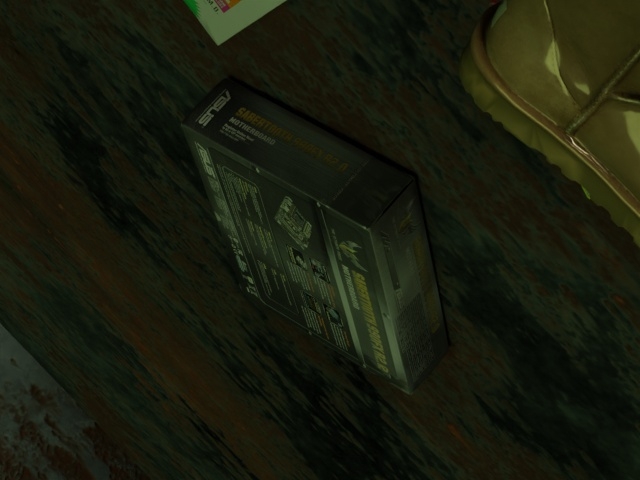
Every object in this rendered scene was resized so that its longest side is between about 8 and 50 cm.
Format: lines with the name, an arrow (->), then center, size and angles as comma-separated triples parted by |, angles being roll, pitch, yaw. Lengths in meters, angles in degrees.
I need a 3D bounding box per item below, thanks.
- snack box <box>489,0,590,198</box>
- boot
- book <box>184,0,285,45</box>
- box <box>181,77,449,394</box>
snack box -> 0.160, -0.076, 0.842 | 0.100, 0.037, 0.141 | 12, 144, 49
boot -> 0.192, -0.094, 0.660 | 0.236, 0.089, 0.269 | 31, 147, 0
book -> -0.063, -0.185, 1.034 | 0.096, 0.035, 0.144 | 50, 159, -10
box -> 0.000, 0.000, 1.231 | 0.183, 0.056, 0.231 | 29, 155, 29
